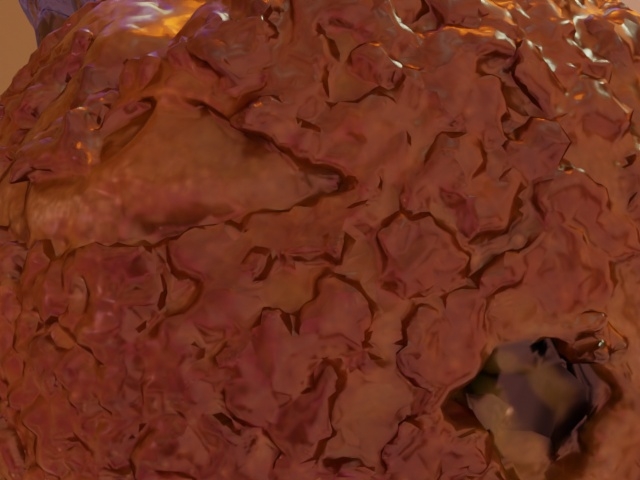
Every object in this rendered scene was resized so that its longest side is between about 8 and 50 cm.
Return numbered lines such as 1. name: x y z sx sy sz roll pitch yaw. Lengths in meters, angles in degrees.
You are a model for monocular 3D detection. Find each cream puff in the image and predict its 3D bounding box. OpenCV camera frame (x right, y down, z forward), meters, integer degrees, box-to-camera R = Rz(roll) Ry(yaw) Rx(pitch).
1. cream puff: 0.000 0.000 0.562 0.303 0.303 0.212 -36 -58 -29

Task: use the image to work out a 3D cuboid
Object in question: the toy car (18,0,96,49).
1. toy car: -0.136 -0.104 1.040 0.063 0.103 0.216 -48 -41 -26
